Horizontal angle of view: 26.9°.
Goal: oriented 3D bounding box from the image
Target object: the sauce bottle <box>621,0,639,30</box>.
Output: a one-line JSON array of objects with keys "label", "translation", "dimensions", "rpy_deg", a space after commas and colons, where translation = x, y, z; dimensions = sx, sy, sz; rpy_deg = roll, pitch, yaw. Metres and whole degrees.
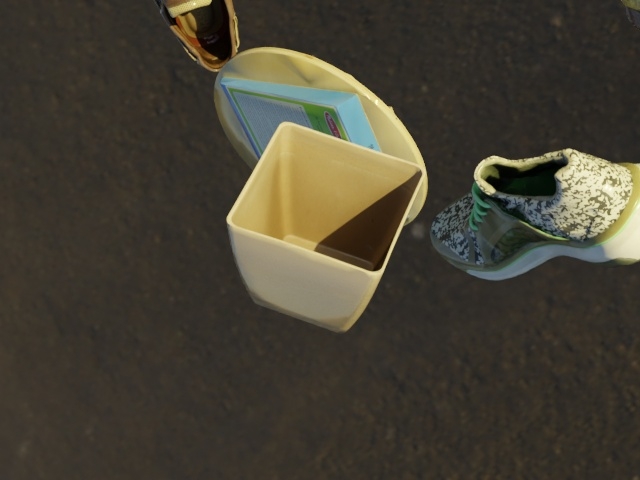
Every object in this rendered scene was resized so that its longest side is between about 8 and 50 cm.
[{"label": "sauce bottle", "translation": [0.337, -0.385, 1.409], "dimensions": [0.111, 0.111, 0.344], "rpy_deg": [16, 142, 42]}]

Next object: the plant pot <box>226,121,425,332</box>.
[{"label": "plant pot", "translation": [0.000, 0.000, 0.933], "dimensions": [0.109, 0.109, 0.096], "rpy_deg": [19, 139, 8]}]

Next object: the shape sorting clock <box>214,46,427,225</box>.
[{"label": "shape sorting clock", "translation": [0.000, -0.083, 1.131], "dimensions": [0.206, 0.040, 0.206], "rpy_deg": [30, 152, 18]}]

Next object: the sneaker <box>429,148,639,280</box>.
[{"label": "sneaker", "translation": [0.253, -0.060, 1.720], "dimensions": [0.182, 0.158, 0.410], "rpy_deg": [32, 158, -25]}]

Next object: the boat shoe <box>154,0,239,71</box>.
[{"label": "boat shoe", "translation": [-0.136, -0.273, 1.365], "dimensions": [0.257, 0.095, 0.095], "rpy_deg": [61, -173, -54]}]
